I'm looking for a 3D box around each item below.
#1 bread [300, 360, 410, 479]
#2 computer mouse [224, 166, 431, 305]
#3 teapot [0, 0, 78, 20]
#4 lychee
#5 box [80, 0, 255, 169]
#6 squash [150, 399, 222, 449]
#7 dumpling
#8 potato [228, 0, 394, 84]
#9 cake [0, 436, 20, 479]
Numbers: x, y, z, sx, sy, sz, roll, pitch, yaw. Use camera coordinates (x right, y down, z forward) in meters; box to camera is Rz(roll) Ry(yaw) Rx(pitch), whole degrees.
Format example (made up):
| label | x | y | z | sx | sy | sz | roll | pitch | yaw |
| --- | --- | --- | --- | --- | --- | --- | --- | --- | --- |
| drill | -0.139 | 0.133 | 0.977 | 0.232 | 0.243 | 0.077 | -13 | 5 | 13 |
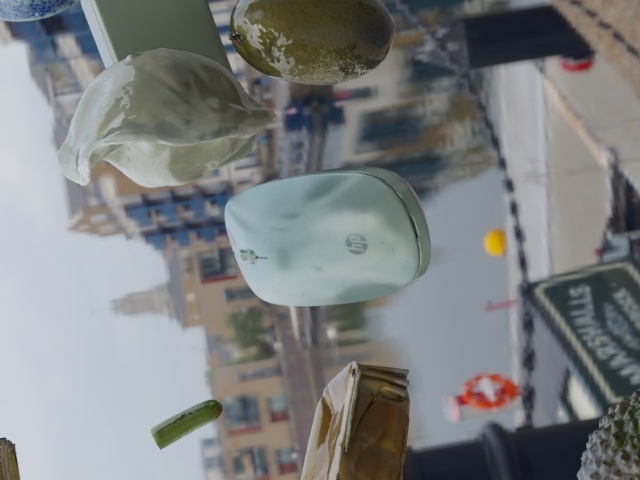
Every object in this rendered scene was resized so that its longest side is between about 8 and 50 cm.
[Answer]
| label | x | y | z | sx | sy | sz | roll | pitch | yaw |
| --- | --- | --- | --- | --- | --- | --- | --- | --- | --- |
| bread | 0.046 | 0.282 | 1.523 | 0.136 | 0.107 | 0.241 | 127 | 160 | -48 |
| computer mouse | -0.002 | 0.002 | 1.380 | 0.097 | 0.288 | 0.160 | -38 | -67 | -52 |
| teapot | -0.331 | -0.336 | 1.326 | 0.159 | 0.232 | 0.159 | -54 | -22 | -34 |
| lychee | 0.478 | 0.350 | 1.632 | 0.270 | 0.270 | 0.320 | 89 | -157 | -71 |
| box | -0.267 | -0.296 | 2.003 | 0.344 | 0.177 | 0.352 | -147 | 35 | -73 |
| squash | -0.148 | 0.202 | 1.335 | 0.027 | 0.083 | 0.027 | 61 | 174 | 12 |
| dumpling | -0.200 | -0.171 | 1.631 | 0.243 | 0.318 | 0.187 | 14 | 120 | 67 |
| potato | -0.020 | -0.295 | 1.679 | 0.174 | 0.251 | 0.159 | -25 | 76 | 60 |
| cake | -0.410 | 0.324 | 1.552 | 0.065 | 0.052 | 0.121 | 108 | 148 | -48 |
